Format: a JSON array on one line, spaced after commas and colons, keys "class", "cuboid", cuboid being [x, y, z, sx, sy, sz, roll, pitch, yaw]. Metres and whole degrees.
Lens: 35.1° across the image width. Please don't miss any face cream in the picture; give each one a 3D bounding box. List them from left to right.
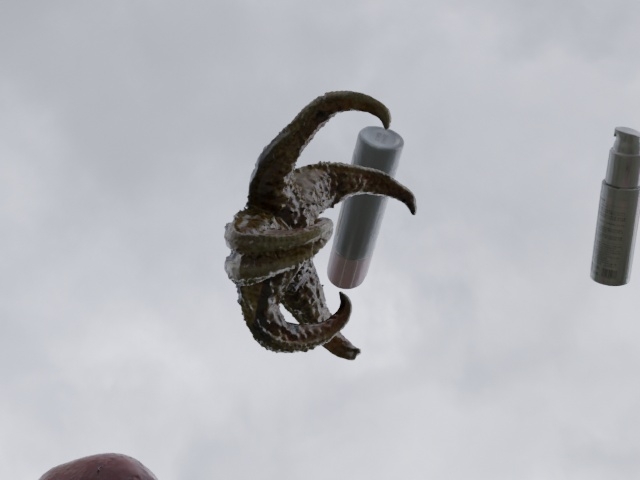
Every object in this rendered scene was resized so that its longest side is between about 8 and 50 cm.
[{"class": "face cream", "cuboid": [0.052, -0.040, 1.244, 0.057, 0.084, 0.198, 17, -61, 5]}, {"class": "face cream", "cuboid": [0.241, -0.028, 0.817, 0.034, 0.034, 0.130, -2, -66, -3]}]

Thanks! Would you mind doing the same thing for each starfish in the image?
[{"class": "starfish", "cuboid": [0.001, 0.001, 0.625, 0.074, 0.146, 0.189, 17, -31, 20]}]

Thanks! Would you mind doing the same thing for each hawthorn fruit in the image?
[{"class": "hawthorn fruit", "cuboid": [-0.230, 0.312, 1.082, 0.188, 0.169, 0.169, -13, -73, 12]}]
